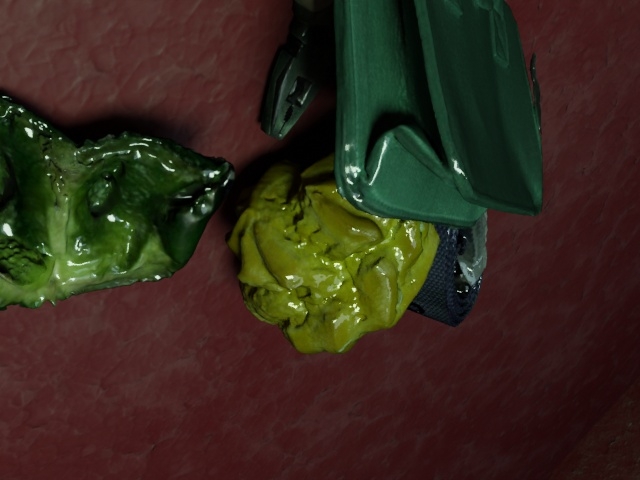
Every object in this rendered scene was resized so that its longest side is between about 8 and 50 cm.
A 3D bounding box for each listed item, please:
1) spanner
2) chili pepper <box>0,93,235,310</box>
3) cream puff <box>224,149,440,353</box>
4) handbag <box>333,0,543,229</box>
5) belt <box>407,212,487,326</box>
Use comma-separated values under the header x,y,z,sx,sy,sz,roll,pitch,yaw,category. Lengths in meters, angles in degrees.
x,y,z,sx,sy,sz,roll,pitch,yaw,category
0.028,-0.233,0.634,0.095,0.040,0.325,9,116,-46,spanner
-0.215,-0.025,0.558,0.264,0.116,0.148,-9,141,-37,chili pepper
0.000,0.005,0.701,0.221,0.195,0.194,-32,150,27,cream puff
0.116,-0.133,0.624,0.326,0.089,0.239,2,83,-62,handbag
0.123,0.002,0.876,0.140,0.126,0.231,-60,151,-29,belt
